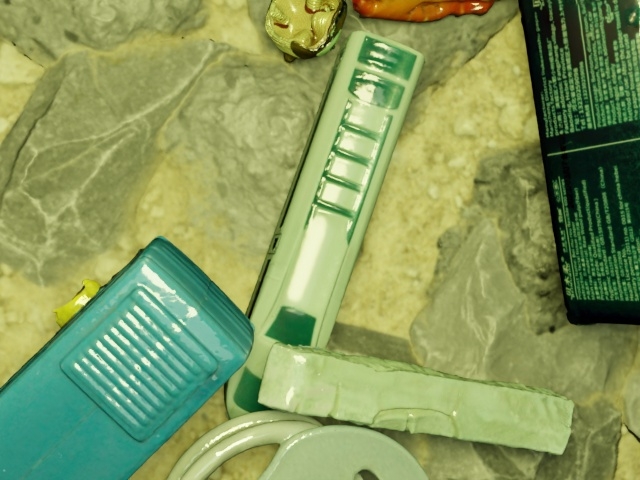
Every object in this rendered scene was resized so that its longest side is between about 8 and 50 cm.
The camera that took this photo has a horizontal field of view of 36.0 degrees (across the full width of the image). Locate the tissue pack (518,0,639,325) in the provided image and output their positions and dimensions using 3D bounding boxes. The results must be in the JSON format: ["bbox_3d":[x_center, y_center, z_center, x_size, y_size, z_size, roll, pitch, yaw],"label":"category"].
[{"bbox_3d":[0.360,-0.128,0.927,0.253,0.264,0.416,-7,89,-27],"label":"tissue pack"}]

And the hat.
[{"bbox_3d":[-0.014,-0.218,0.986,0.076,0.059,0.077,22,79,8],"label":"hat"}]

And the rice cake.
[{"bbox_3d":[0.097,0.154,0.956,0.336,0.063,0.066,12,87,-23],"label":"rice cake"}]

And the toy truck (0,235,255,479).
[{"bbox_3d":[-0.237,0.171,0.871,0.385,0.162,0.161,-44,97,1],"label":"toy truck"}]

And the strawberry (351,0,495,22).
[{"bbox_3d":[0.105,-0.272,0.971,0.192,0.140,0.085,-9,81,-5],"label":"strawberry"}]

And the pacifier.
[{"bbox_3d":[-0.017,0.299,0.878,0.299,0.233,0.244,-36,109,-9],"label":"pacifier"}]

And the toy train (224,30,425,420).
[{"bbox_3d":[0.000,0.000,0.967,0.087,0.088,0.406,20,86,-10],"label":"toy train"}]
